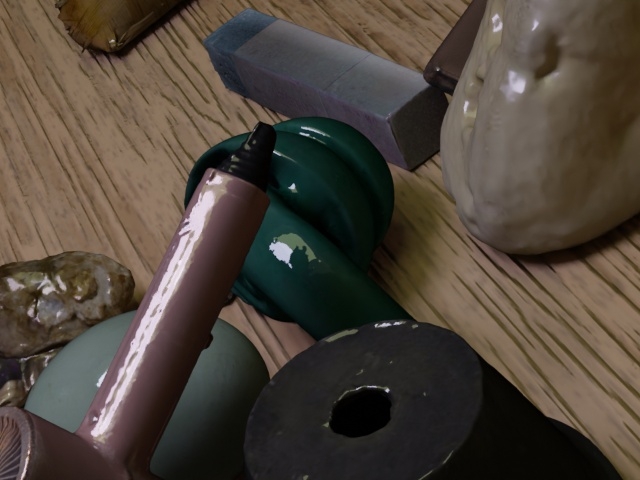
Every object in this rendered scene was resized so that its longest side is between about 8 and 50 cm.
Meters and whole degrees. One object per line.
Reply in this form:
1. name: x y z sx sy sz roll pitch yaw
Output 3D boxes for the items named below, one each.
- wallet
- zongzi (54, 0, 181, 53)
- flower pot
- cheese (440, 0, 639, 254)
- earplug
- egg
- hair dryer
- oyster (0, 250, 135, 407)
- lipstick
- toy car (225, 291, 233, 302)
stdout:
1. wallet: 0.168 -0.165 1.424 0.118 0.038 0.152 27 45 6
2. zongzi: -0.231 -0.334 1.816 0.194 0.197 0.099 -38 26 -22
3. flower pot: 0.051 0.158 1.008 0.269 0.166 0.269 -18 33 12
4. cheese: 0.181 -0.120 1.254 0.248 0.251 0.173 -42 33 5
5. earplug: 0.004 -0.005 1.261 0.258 0.163 0.280 2 32 25
6. egg: -0.128 0.127 1.177 0.192 0.149 0.149 -24 34 14
7. hair dryer: -0.092 0.082 1.045 0.107 0.189 0.344 10 71 54
8. oyster: -0.297 0.113 1.369 0.166 0.094 0.294 17 59 35
9. lipstick: 0.002 -0.149 1.531 0.068 0.066 0.317 -38 36 -18
10. toy car: -0.085 0.020 1.400 0.041 0.025 0.093 -4 43 27
